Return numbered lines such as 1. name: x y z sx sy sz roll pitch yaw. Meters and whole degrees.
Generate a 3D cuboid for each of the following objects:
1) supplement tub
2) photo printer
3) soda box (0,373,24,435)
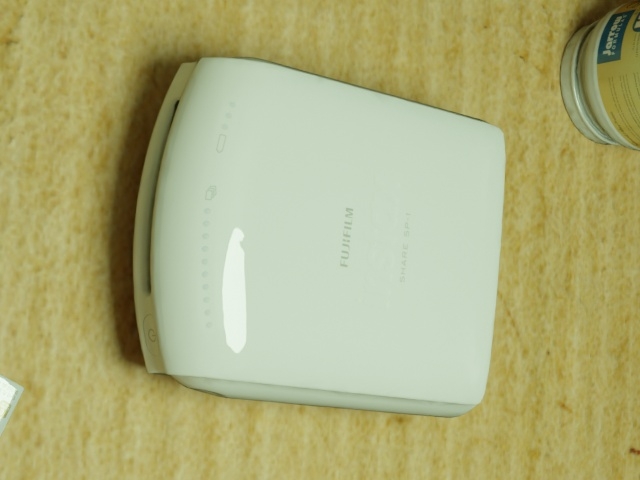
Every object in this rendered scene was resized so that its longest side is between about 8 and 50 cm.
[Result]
1. supplement tub: 0.337 -0.158 1.205 0.144 0.199 0.144 2 86 -37
2. photo printer: 0.000 0.000 1.009 0.307 0.107 0.256 11 81 -35
3. soda box: -0.299 0.074 0.812 0.216 0.069 0.074 36 68 -30
